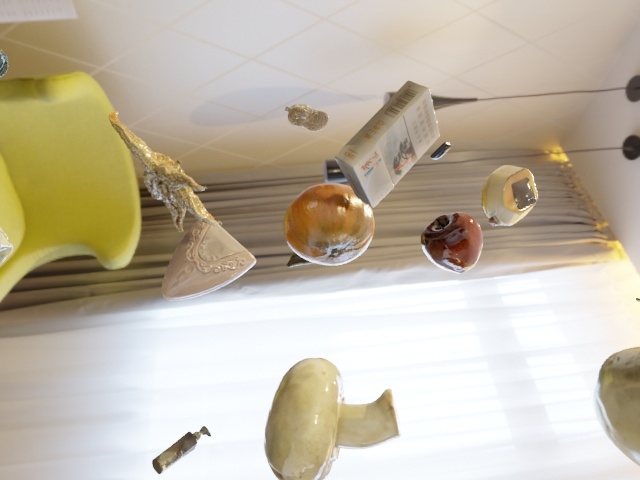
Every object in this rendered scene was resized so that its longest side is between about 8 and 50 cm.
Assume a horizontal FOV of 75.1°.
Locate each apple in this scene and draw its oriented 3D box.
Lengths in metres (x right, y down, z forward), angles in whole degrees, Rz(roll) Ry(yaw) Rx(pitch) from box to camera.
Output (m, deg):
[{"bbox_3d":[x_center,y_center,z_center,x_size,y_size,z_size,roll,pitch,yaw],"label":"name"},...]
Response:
[{"bbox_3d":[0.499,0.006,1.595,0.234,0.233,0.234,175,-90,-86],"label":"apple"}]

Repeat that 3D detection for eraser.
[{"bbox_3d":[-0.328,0.066,1.132,0.204,0.243,0.059,40,-25,8],"label":"eraser"}]

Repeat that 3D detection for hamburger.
[{"bbox_3d":[0.563,-0.135,1.257,0.116,0.210,0.173,-10,-75,55],"label":"hamburger"}]

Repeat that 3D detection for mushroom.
[{"bbox_3d":[-0.008,0.438,1.061,0.356,0.315,0.315,-47,-155,19],"label":"mushroom"},{"bbox_3d":[0.795,0.348,0.892,0.314,0.335,0.315,166,-90,-76],"label":"mushroom"}]

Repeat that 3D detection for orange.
[{"bbox_3d":[0.026,-0.033,1.048,0.240,0.239,0.171,90,-12,-54],"label":"orange"}]

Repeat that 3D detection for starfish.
[{"bbox_3d":[-0.329,-0.118,0.960,0.084,0.301,0.294,-50,161,-26],"label":"starfish"}]

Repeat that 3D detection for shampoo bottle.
[{"bbox_3d":[-0.468,0.707,1.422,0.063,0.207,0.057,43,-55,18],"label":"shampoo bottle"}]

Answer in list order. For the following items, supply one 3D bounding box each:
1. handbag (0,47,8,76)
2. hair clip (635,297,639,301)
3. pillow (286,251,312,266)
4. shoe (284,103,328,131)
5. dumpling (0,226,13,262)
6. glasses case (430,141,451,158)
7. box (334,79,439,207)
[{"bbox_3d":[-0.571,-0.246,0.501,0.079,0.260,0.247,59,-10,4],"label":"handbag"},{"bbox_3d":[0.718,0.129,0.855,0.039,0.030,0.115,-63,-160,2],"label":"hair clip"},{"bbox_3d":[0.000,0.000,1.399,0.052,0.208,0.212,58,36,-34],"label":"pillow"},{"bbox_3d":[-0.060,-0.501,1.685,0.092,0.180,0.089,54,-46,48],"label":"shoe"},{"bbox_3d":[-0.560,-0.002,0.611,0.169,0.133,0.100,-177,-106,-75],"label":"dumpling"},{"bbox_3d":[0.410,-0.301,1.415,0.083,0.033,0.023,135,-45,-56],"label":"glasses case"},{"bbox_3d":[0.149,-0.204,0.900,0.067,0.233,0.149,38,-7,39],"label":"box"}]
